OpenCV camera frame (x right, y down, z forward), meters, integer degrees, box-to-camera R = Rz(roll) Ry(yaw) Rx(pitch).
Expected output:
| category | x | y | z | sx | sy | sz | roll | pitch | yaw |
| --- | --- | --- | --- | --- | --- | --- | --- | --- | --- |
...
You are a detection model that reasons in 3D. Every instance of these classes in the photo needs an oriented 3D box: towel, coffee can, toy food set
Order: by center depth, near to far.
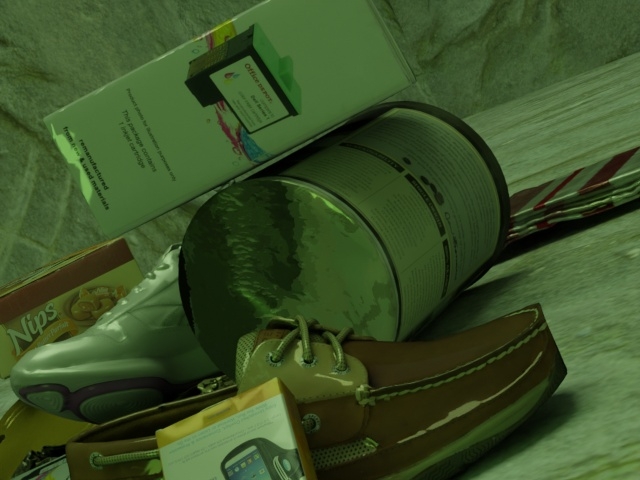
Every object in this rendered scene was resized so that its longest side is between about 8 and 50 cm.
| category | x | y | z | sx | sy | sz | roll | pitch | yaw |
| --- | --- | --- | --- | --- | --- | --- | --- | --- | --- |
| coffee can | 0.030 | 0.003 | 1.196 | 0.202 | 0.201 | 0.275 | -22 | 7 | 32 |
| toy food set | -0.239 | 0.191 | 1.383 | 0.218 | 0.071 | 0.128 | -29 | 36 | 14 |
| towel | 0.331 | -0.070 | 1.411 | 0.329 | 0.037 | 0.237 | -21 | 5 | 25 |

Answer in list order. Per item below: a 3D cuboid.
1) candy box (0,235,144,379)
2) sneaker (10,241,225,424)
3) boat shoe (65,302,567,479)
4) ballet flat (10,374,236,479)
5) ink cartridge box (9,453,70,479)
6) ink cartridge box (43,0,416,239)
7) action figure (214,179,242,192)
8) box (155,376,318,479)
| category | x | y | z | sx | sy | sz | roll | pitch | yaw |
| --- | --- | --- | --- | --- | --- | --- | --- | --- | --- |
| candy box | -0.315 | 0.077 | 1.547 | 0.183 | 0.087 | 0.316 | -28 | 6 | -17 |
| sneaker | -0.158 | 0.084 | 1.284 | 0.305 | 0.152 | 0.114 | -11 | -25 | -32 |
| boat shoe | -0.013 | 0.109 | 0.822 | 0.324 | 0.119 | 0.122 | -25 | 6 | 6 |
| ballet flat | -0.168 | 0.175 | 1.211 | 0.250 | 0.058 | 0.084 | -26 | 6 | -1 |
| ink cartridge box | -0.184 | 0.201 | 0.967 | 0.175 | 0.072 | 0.127 | -26 | 5 | 4 |
| ink cartridge box | -0.067 | -0.122 | 1.141 | 0.278 | 0.117 | 0.201 | -27 | 5 | 6 |
| action figure | 0.019 | -0.041 | 1.454 | 0.285 | 0.099 | 0.185 | 6 | 17 | -5 |
| box | -0.039 | 0.149 | 0.731 | 0.081 | 0.136 | 0.028 | -25 | -38 | 9 |
